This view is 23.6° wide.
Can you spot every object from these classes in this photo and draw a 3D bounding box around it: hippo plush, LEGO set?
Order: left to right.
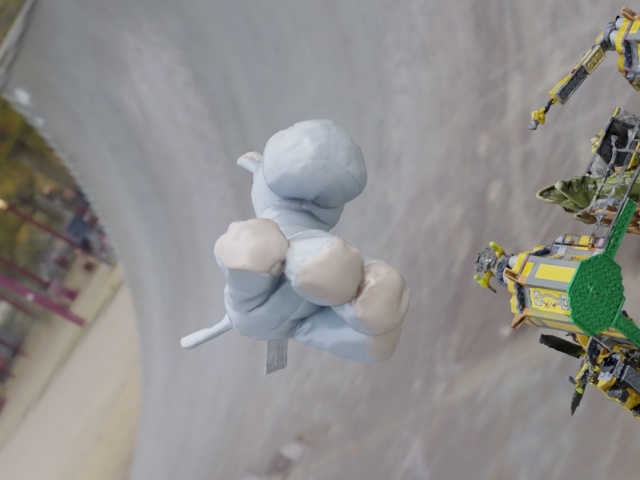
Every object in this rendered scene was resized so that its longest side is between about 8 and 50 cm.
[{"bbox_3d":[0.000,0.000,1.750,0.294,0.234,0.236,116,171,-61],"label":"hippo plush"},{"bbox_3d":[0.239,-0.027,1.270,0.192,0.255,0.331,8,75,52],"label":"LEGO set"}]
